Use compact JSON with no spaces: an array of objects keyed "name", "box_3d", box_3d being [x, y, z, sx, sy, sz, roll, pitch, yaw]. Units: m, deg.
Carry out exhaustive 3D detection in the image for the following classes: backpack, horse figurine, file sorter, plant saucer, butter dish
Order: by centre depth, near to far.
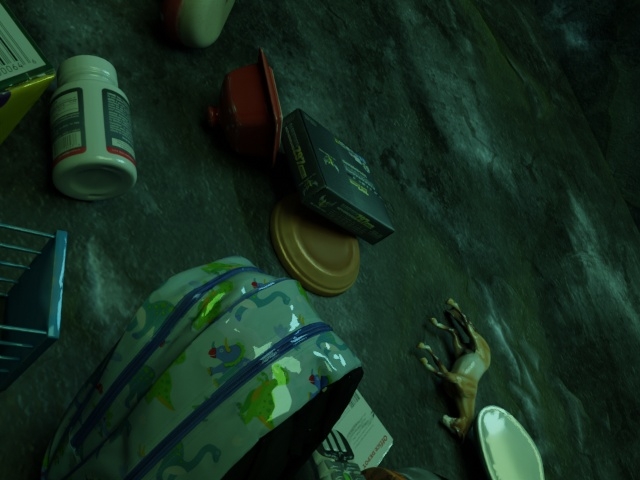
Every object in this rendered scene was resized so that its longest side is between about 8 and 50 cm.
[{"name":"file sorter","box_3d":[-0.345,0.068,0.717,0.104,0.170,0.118,16,54,-34]},{"name":"backpack","box_3d":[-0.120,0.187,0.722,0.290,0.355,0.273,-15,75,-49]},{"name":"butter dish","box_3d":[-0.132,-0.214,1.167,0.118,0.160,0.160,-9,69,-10]},{"name":"plant saucer","box_3d":[0.000,0.000,1.221,0.200,0.037,0.200,25,49,-32]},{"name":"horse figurine","box_3d":[0.261,0.226,1.316,0.174,0.066,0.263,48,40,-10]}]

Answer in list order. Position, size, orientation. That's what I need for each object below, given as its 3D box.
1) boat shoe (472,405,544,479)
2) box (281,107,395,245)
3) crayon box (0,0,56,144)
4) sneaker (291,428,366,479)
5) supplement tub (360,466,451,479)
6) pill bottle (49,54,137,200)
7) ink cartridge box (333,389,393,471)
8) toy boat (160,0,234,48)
[{"name":"boat shoe","box_3d":[0.348,0.454,1.240,0.116,0.099,0.320,-20,76,-27]},{"name":"box","box_3d":[0.030,-0.110,1.247,0.232,0.059,0.183,28,36,-49]},{"name":"crayon box","box_3d":[-0.445,-0.045,0.572,0.106,0.313,0.363,55,39,-8]},{"name":"sneaker","box_3d":[0.013,0.366,0.902,0.086,0.132,0.229,20,24,-28]},{"name":"supplement tub","box_3d":[0.175,0.442,0.981,0.316,0.193,0.194,31,46,-29]},{"name":"pill bottle","box_3d":[-0.312,-0.156,0.948,0.108,0.108,0.180,11,57,-41]},{"name":"ink cartridge box","box_3d":[0.034,0.284,1.049,0.135,0.056,0.099,55,39,-2]},{"name":"toy boat","box_3d":[-0.235,-0.447,1.224,0.151,0.151,0.231,14,48,-2]}]
